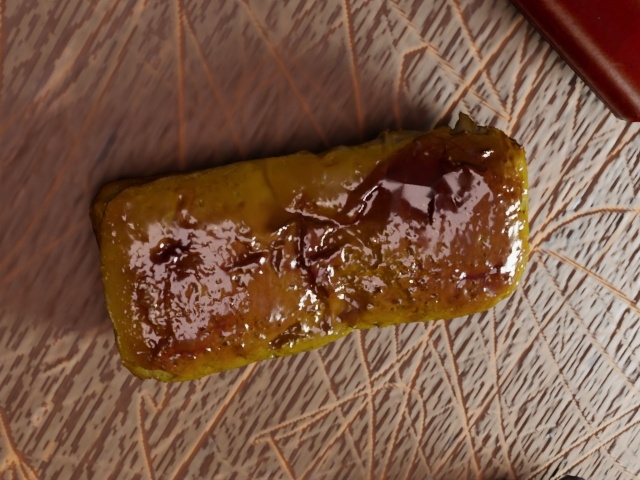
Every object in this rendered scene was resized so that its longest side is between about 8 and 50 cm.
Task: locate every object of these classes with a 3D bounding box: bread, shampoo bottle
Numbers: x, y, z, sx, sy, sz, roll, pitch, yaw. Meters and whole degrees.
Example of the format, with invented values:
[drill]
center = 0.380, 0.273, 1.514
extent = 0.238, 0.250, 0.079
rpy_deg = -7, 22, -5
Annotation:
[bread]
center = 0.000, -0.001, 0.580
extent = 0.271, 0.077, 0.139
rpy_deg = -10, 111, -14
[shampoo bottle]
center = 0.186, -0.154, 0.594
extent = 0.260, 0.064, 0.102
rpy_deg = 38, 88, -29

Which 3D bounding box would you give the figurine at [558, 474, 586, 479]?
[figurine]
center = 0.188, 0.310, 0.746
extent = 0.145, 0.145, 0.222
rpy_deg = -11, 113, -16
